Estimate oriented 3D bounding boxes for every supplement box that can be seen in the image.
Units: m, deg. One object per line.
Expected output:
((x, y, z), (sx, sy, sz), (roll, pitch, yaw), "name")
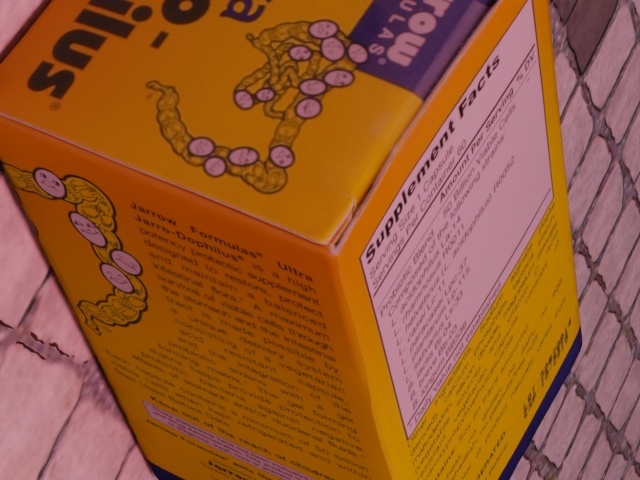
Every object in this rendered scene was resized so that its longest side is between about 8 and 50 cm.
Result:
((0.000, 0.000, 0.992), (0.194, 0.195, 0.356), (-56, 154, -26), "supplement box")
